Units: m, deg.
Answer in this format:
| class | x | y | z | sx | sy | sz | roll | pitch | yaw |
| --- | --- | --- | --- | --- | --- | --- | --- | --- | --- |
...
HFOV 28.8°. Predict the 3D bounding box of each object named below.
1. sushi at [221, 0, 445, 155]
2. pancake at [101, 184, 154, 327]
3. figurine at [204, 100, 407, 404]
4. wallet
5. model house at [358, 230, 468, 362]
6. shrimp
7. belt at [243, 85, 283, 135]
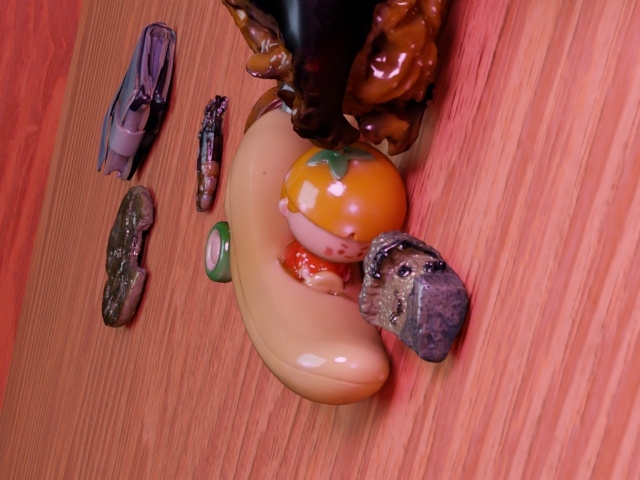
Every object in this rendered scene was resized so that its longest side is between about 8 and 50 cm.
| class | x | y | z | sx | sy | sz | roll | pitch | yaw |
| --- | --- | --- | --- | --- | --- | --- | --- | --- | --- |
| sushi | 0.021 | -0.197 | 1.002 | 0.213 | 0.200 | 0.204 | -115 | 40 | -52 |
| pancake | -0.321 | 0.027 | 2.073 | 0.253 | 0.037 | 0.254 | -169 | 90 | -71 |
| figurine | 0.000 | 0.000 | 1.097 | 0.222 | 0.124 | 0.325 | -63 | 29 | 33 |
| wallet | -0.311 | -0.230 | 2.118 | 0.250 | 0.075 | 0.176 | 126 | 153 | -51 |
| model house | 0.072 | 0.042 | 0.946 | 0.083 | 0.066 | 0.079 | -134 | 54 | -64 |
| shrimp | -0.156 | -0.118 | 1.690 | 0.091 | 0.034 | 0.161 | 179 | 99 | -71 |
| belt | -0.048 | -0.126 | 1.364 | 0.083 | 0.059 | 0.036 | -58 | 28 | 23 |
